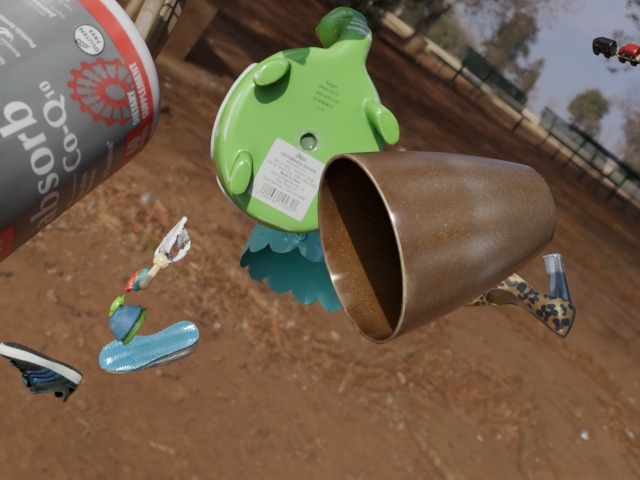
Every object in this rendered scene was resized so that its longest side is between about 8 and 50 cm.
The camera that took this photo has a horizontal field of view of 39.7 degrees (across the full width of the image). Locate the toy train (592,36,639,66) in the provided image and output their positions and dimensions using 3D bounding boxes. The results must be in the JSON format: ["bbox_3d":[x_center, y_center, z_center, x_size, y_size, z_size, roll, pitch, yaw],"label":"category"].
[{"bbox_3d":[0.522,-0.313,1.482,0.158,0.027,0.036,33,-22,43],"label":"toy train"}]

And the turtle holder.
[{"bbox_3d":[-0.039,-0.176,1.271,0.243,0.320,0.227,-3,9,-16],"label":"turtle holder"}]

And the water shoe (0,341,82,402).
[{"bbox_3d":[-0.571,0.271,1.787,0.073,0.080,0.203,19,-12,46],"label":"water shoe"}]

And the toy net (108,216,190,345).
[{"bbox_3d":[-0.273,0.059,1.455,0.045,0.232,0.122,35,10,-16],"label":"toy net"}]

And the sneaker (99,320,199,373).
[{"bbox_3d":[-0.386,0.257,2.013,0.092,0.229,0.087,98,-25,-59],"label":"sneaker"}]

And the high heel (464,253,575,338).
[{"bbox_3d":[0.414,0.150,1.897,0.093,0.261,0.186,31,46,-42],"label":"high heel"}]

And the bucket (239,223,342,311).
[{"bbox_3d":[0.000,0.000,1.641,0.281,0.183,0.281,17,-21,7],"label":"bucket"}]

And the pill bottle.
[{"bbox_3d":[-0.319,-0.073,0.734,0.210,0.210,0.363,39,49,3],"label":"pill bottle"}]

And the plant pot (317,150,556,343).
[{"bbox_3d":[0.144,-0.015,1.015,0.230,0.215,0.215,-13,37,-20],"label":"plant pot"}]

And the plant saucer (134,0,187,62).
[{"bbox_3d":[-0.301,-0.425,1.654,0.041,0.278,0.278,25,16,-24],"label":"plant saucer"}]
